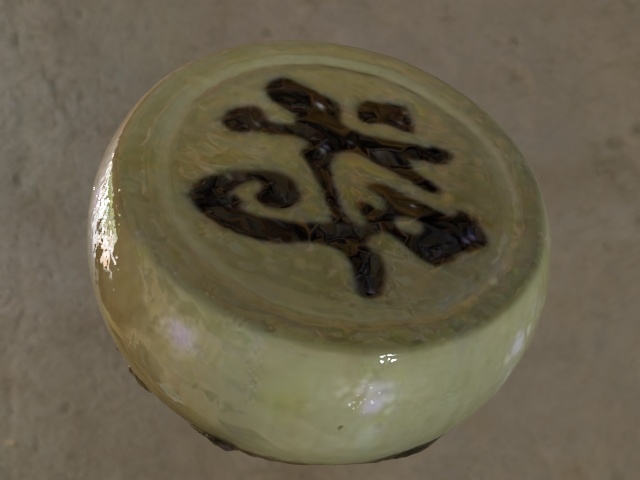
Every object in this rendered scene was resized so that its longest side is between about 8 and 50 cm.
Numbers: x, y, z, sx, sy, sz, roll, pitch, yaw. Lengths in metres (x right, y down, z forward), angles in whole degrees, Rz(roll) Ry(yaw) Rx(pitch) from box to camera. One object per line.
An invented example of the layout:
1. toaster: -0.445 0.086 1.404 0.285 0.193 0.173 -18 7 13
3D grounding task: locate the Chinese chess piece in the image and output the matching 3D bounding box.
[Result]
1. Chinese chess piece: 0.000 0.000 0.660 0.257 0.257 0.104 37 140 20
